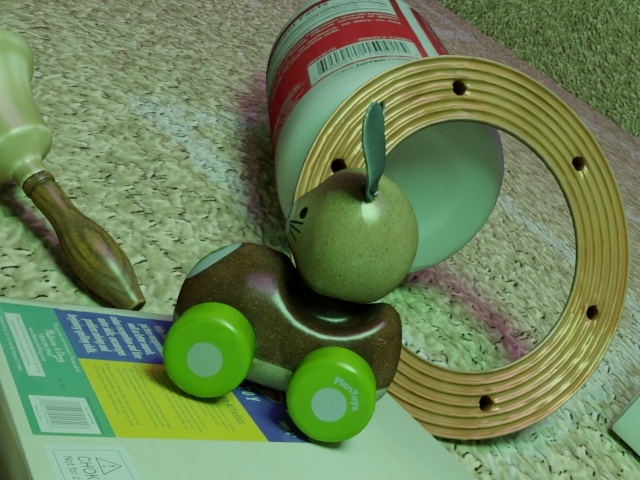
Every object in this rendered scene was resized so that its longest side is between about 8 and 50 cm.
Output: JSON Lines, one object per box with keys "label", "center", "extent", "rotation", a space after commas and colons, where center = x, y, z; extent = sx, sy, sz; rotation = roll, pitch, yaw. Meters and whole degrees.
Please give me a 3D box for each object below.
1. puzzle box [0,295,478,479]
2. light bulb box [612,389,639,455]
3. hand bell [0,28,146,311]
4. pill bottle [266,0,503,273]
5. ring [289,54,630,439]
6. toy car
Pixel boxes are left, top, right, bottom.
{"label": "puzzle box", "center": [-0.019, 0.147, 0.429], "extent": [0.272, 0.052, 0.409], "rotation": [10, 16, -33]}
{"label": "light bulb box", "center": [0.560, 0.207, 0.843], "extent": [0.361, 0.225, 0.358], "rotation": [-3, 41, -50]}
{"label": "hand bell", "center": [-0.217, -0.037, 0.656], "extent": [0.242, 0.126, 0.126], "rotation": [50, 30, 11]}
{"label": "pill bottle", "center": [0.052, -0.157, 0.968], "extent": [0.229, 0.229, 0.408], "rotation": [21, 27, -18]}
{"label": "ring", "center": [0.129, 0.004, 0.730], "extent": [0.336, 0.337, 0.032], "rotation": [22, -12, -16]}
{"label": "toy car", "center": [0.000, 0.000, 0.521], "extent": [0.148, 0.188, 0.155], "rotation": [20, 12, 1]}
